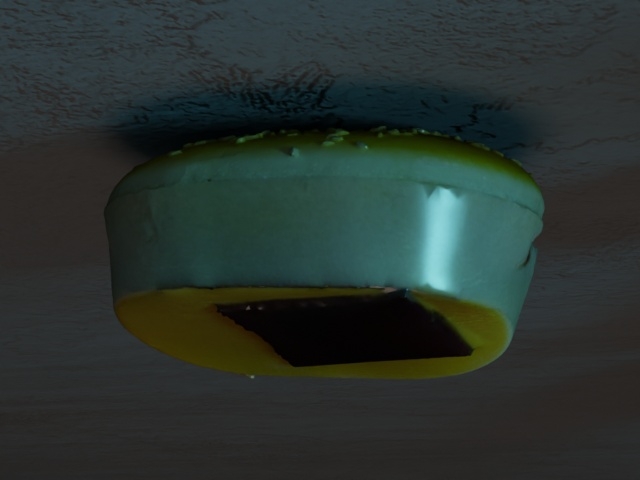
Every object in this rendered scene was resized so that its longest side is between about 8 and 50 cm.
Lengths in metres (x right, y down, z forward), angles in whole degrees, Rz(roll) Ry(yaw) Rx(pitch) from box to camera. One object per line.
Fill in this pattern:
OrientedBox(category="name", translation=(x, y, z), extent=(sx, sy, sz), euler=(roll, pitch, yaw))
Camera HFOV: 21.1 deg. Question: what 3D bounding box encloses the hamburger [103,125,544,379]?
OrientedBox(category="hamburger", translation=(0.000, 0.000, 1.151), extent=(0.295, 0.151, 0.227), euler=(3, 160, 14))
